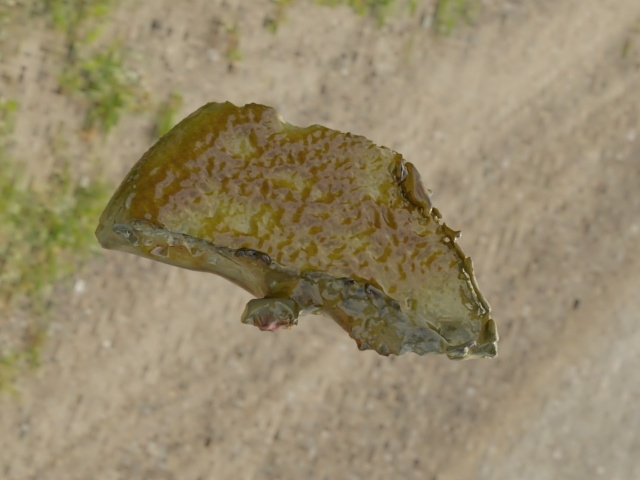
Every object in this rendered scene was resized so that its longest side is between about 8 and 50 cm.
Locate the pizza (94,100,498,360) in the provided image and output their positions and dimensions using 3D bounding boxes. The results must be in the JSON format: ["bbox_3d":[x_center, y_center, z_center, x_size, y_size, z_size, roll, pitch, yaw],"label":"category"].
[{"bbox_3d":[0.000,0.000,1.314,0.071,0.297,0.189,102,11,-47],"label":"pizza"}]
